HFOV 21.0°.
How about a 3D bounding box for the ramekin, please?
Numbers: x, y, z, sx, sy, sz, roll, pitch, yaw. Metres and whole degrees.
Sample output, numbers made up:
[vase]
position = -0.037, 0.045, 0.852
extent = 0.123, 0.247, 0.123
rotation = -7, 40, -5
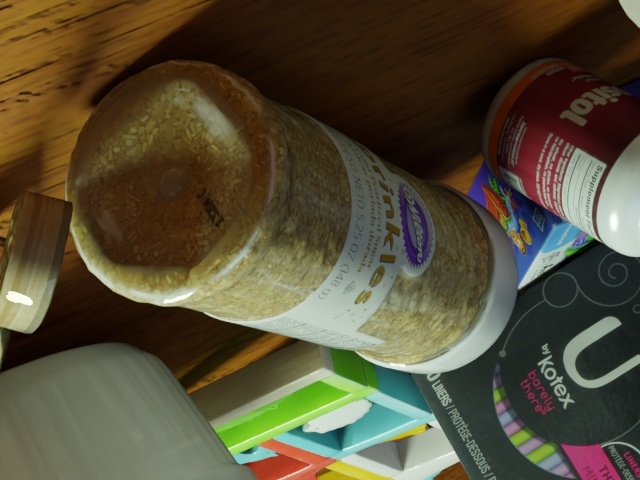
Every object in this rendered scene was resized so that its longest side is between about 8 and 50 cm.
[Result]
[ramekin]
position = -0.182, 0.168, 1.067
extent = 0.273, 0.127, 0.273
rotation = -27, 167, -7

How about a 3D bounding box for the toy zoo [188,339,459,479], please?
[toy zoo]
position = 0.006, 0.154, 1.315
extent = 0.192, 0.030, 0.293
rotation = -26, 150, 25

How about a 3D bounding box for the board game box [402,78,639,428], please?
[board game box]
position = 0.202, 0.004, 1.298
extent = 0.233, 0.078, 0.347
rotation = -21, 157, -21

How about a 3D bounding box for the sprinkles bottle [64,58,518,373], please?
[sprinkles bottle]
position = 0.000, 0.000, 0.967
extent = 0.121, 0.121, 0.355
rotation = -36, 158, 16

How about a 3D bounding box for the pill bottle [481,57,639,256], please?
[pill bottle]
position = 0.175, -0.044, 1.028
extent = 0.086, 0.152, 0.086
rotation = -24, 131, -31

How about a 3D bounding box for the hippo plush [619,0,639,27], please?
[hippo plush]
position = 0.306, -0.185, 0.912
extent = 0.236, 0.234, 0.294
rotation = -54, -173, -27

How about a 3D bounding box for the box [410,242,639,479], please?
[box]
position = 0.227, 0.093, 1.189
extent = 0.270, 0.165, 0.143
rotation = -34, 158, 10

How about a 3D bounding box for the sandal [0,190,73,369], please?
[sandal]
position = -0.185, 0.023, 0.864
extent = 0.079, 0.088, 0.240
rotation = 16, 159, -14
